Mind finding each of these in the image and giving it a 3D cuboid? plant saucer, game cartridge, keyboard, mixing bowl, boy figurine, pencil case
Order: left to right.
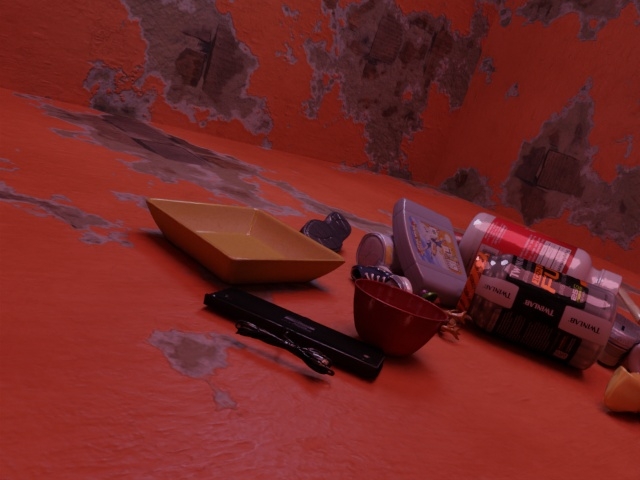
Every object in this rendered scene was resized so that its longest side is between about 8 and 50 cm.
[{"bbox_3d":[-0.169,0.010,1.318,0.333,0.080,0.333,29,17,39],"label":"plant saucer"},{"bbox_3d":[-0.051,0.156,1.004,0.318,0.033,0.201,21,7,13],"label":"keyboard"},{"bbox_3d":[0.131,0.149,1.109,0.182,0.098,0.181,20,9,-3],"label":"mixing bowl"},{"bbox_3d":[0.226,0.047,1.622,0.273,0.113,0.124,7,22,-40],"label":"pencil case"},{"bbox_3d":[0.280,0.026,1.559,0.198,0.062,0.297,24,42,-32],"label":"game cartridge"},{"bbox_3d":[0.679,0.315,1.216,0.285,0.092,0.177,17,16,-19],"label":"boy figurine"}]

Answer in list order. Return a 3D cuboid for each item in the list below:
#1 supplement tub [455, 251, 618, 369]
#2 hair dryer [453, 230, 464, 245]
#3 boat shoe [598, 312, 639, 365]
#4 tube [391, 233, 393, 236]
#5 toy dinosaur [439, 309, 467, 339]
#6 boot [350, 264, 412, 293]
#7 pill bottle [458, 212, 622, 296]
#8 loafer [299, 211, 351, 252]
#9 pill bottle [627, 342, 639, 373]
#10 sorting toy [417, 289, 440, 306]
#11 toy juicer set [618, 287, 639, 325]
[{"bbox_3d":[0.486,0.151,1.385,0.316,0.193,0.193,21,14,13],"label":"supplement tub"},{"bbox_3d":[0.461,0.012,2.137,0.224,0.080,0.293,13,14,-20],"label":"hair dryer"},{"bbox_3d":[0.762,0.251,1.558,0.109,0.094,0.302,38,19,29],"label":"boat shoe"},{"bbox_3d":[0.321,0.007,2.020,0.207,0.052,0.080,5,11,-41],"label":"tube"},{"bbox_3d":[0.248,0.173,1.305,0.112,0.064,0.212,7,-6,40],"label":"toy dinosaur"},{"bbox_3d":[0.138,0.103,1.408,0.086,0.069,0.190,6,9,-19],"label":"boot"},{"bbox_3d":[0.584,0.096,1.655,0.408,0.228,0.229,24,15,21],"label":"pill bottle"},{"bbox_3d":[0.000,0.000,1.614,0.109,0.095,0.302,50,23,3],"label":"loafer"},{"bbox_3d":[0.825,0.289,1.477,0.103,0.103,0.184,29,17,35],"label":"pill bottle"},{"bbox_3d":[0.236,0.135,1.382,0.042,0.061,0.102,57,4,31],"label":"sorting toy"},{"bbox_3d":[1.047,0.284,1.850,0.329,0.089,0.209,30,28,10],"label":"toy juicer set"}]
